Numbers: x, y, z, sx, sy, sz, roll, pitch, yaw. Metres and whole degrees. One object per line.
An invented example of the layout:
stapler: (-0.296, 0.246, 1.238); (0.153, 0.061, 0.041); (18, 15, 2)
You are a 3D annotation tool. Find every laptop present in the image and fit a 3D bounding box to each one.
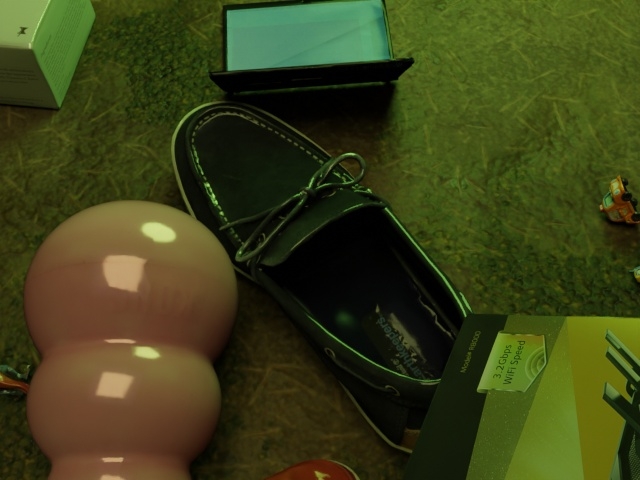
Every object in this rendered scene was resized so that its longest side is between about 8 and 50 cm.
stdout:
laptop: (-0.017, -0.264, 1.019); (0.234, 0.264, 0.137); (-5, 95, 0)

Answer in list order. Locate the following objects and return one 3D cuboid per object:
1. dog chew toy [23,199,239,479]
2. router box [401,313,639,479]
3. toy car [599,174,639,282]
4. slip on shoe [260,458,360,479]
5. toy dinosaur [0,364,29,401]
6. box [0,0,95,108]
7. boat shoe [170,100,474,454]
dog chew toy: (-0.182, 0.133, 0.756); (0.206, 0.207, 0.332); (-2, 66, 1)
router box: (0.156, 0.187, 0.462); (0.242, 0.081, 0.309); (-3, 47, 40)
toy car: (0.345, -0.012, 0.906); (0.040, 0.060, 0.122); (-23, 47, 25)
slip on shoe: (-0.070, 0.251, 0.656); (0.123, 0.101, 0.331); (30, 26, 34)
toy dinosaur: (-0.344, 0.132, 0.830); (0.082, 0.090, 0.047); (29, 66, -32)
box: (-0.418, -0.284, 1.055); (0.180, 0.119, 0.182); (6, 59, 5)
boat shoe: (0.000, 0.000, 0.852); (0.186, 0.156, 0.500); (-32, 62, -14)
